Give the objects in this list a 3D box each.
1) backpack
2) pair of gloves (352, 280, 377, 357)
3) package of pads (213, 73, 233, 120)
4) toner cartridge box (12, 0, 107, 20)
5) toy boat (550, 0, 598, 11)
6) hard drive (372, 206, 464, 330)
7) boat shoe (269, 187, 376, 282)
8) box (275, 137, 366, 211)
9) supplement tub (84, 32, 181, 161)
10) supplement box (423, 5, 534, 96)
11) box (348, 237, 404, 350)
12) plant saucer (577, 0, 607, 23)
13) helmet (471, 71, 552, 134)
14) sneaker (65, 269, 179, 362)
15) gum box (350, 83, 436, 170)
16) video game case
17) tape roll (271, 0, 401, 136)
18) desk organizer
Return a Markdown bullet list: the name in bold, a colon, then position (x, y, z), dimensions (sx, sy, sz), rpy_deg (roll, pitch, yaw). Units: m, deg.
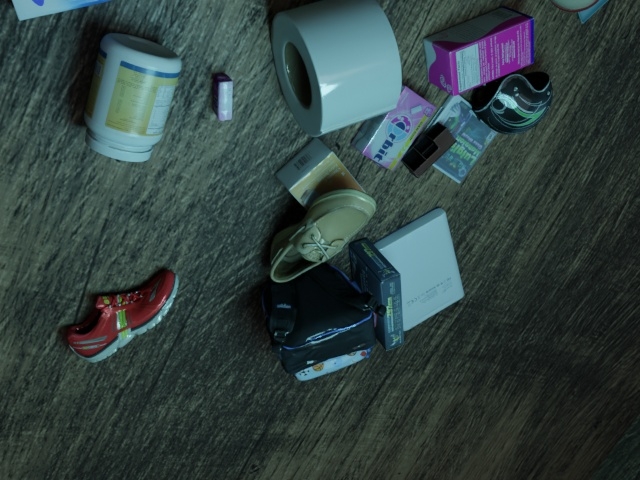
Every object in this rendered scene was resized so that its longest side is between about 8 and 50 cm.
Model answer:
- **backpack**: position (-0.012, 0.182, 1.626), dimensions (0.276, 0.263, 0.213), rpy_deg (-14, 131, -13)
- **pair of gloves**: position (0.090, 0.201, 1.757), dimensions (0.023, 0.159, 0.198), rpy_deg (-16, 128, -27)
- **package of pads**: position (-0.196, -0.287, 1.364), dimensions (0.032, 0.050, 0.083), rpy_deg (-8, 124, -23)
- **toner cartridge box**: position (-0.448, -0.538, 1.055), dimensions (0.165, 0.075, 0.348), rpy_deg (-19, 127, -15)
- **toy boat**: position (0.612, -0.626, 1.542), dimensions (0.231, 0.151, 0.151), rpy_deg (-56, 157, 13)
- **hard drive**: position (0.273, 0.084, 1.856), dimensions (0.210, 0.040, 0.319), rpy_deg (-29, 129, -9)
- **boat shoe**: position (0.000, 0.000, 1.498), dimensions (0.121, 0.110, 0.341), rpy_deg (28, 143, -21)
- **box**: position (0.006, -0.124, 1.549), dimensions (0.130, 0.091, 0.170), rpy_deg (-43, 129, 2)
- **supplement tub**: position (-0.346, -0.259, 1.241), dimensions (0.144, 0.144, 0.200), rpy_deg (8, 116, -32)
- **supplement box**: position (0.356, -0.427, 1.530), dimensions (0.220, 0.111, 0.114), rpy_deg (-23, 128, -13)
- **box**: position (0.142, 0.135, 1.727), dimensions (0.059, 0.183, 0.233), rpy_deg (-20, 128, -16)
- **plant saucer**: position (0.691, -0.616, 1.648), dimensions (0.192, 0.018, 0.067), rpy_deg (-42, 130, 3)
- **helmet**: position (0.460, -0.334, 1.612), dimensions (0.161, 0.169, 0.169), rpy_deg (21, 109, -18)
- **sneaker**: position (-0.434, 0.153, 1.489), dimensions (0.279, 0.107, 0.118), rpy_deg (-39, 121, -4)
- **gum box**: position (0.164, -0.260, 1.565), dimensions (0.107, 0.062, 0.188), rpy_deg (24, 106, -36)
- **video game case**: position (0.337, -0.251, 1.689), dimensions (0.190, 0.022, 0.173), rpy_deg (26, 105, -37)
- **tape roll**: position (0.027, -0.342, 1.324), dimensions (0.169, 0.246, 0.246), rpy_deg (-22, 127, -15)
- **desk organizer**: position (0.257, -0.216, 1.626), dimensions (0.130, 0.047, 0.050), rpy_deg (-44, 127, 3)
